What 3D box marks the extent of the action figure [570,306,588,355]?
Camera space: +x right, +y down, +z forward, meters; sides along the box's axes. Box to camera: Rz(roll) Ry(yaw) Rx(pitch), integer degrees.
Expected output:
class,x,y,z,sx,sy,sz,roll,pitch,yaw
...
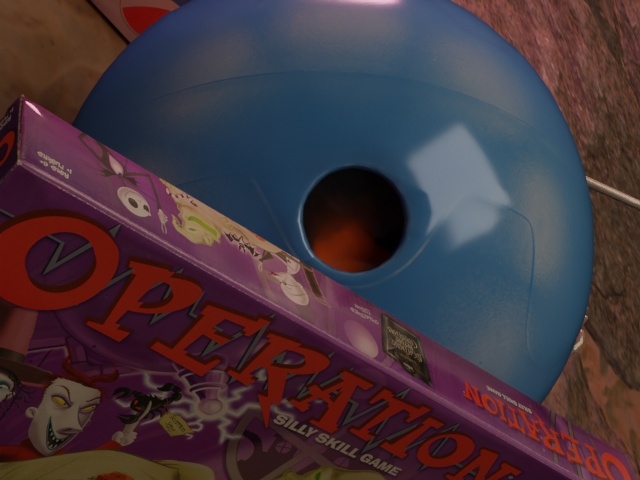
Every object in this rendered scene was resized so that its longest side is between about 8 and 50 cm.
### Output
class,x,y,z,sx,sy,sz,roll,pitch,yaw
action figure,0.128,0.038,1.169,0.164,0.141,0.276,55,30,-3

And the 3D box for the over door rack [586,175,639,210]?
class,x,y,z,sx,sy,sz,roll,pitch,yaw
over door rack,0.160,0.074,0.995,0.108,0.324,0.239,112,-1,-79

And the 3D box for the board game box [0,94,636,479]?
class,x,y,z,sx,sy,sz,roll,pitch,yaw
board game box,-0.046,0.098,0.660,0.347,0.208,0.056,31,27,-29

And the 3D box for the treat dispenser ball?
class,x,y,z,sx,sy,sz,roll,pitch,yaw
treat dispenser ball,0.000,0.000,0.803,0.288,0.288,0.288,40,39,-43

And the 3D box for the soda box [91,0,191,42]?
class,x,y,z,sx,sy,sz,roll,pitch,yaw
soda box,-0.117,-0.190,0.958,0.216,0.074,0.069,47,35,-35
